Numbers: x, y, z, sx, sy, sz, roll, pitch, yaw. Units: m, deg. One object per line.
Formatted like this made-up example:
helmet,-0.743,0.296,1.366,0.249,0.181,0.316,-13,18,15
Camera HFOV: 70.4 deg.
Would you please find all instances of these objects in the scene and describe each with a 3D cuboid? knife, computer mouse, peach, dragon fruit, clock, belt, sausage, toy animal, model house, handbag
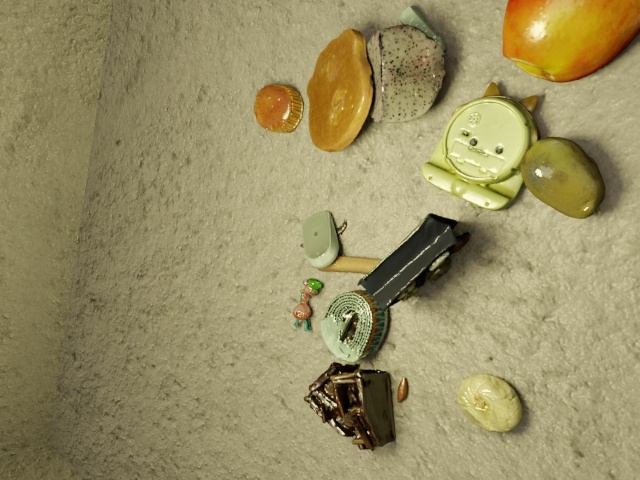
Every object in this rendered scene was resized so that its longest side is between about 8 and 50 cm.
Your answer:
knife,0.014,-0.012,1.717,0.222,0.021,0.046,-28,71,27
computer mouse,0.000,0.000,1.669,0.127,0.079,0.231,-19,55,22
peach,0.664,-0.611,1.147,0.306,0.242,0.381,33,109,33
dragon fruit,0.257,-0.520,1.445,0.203,0.221,0.283,-7,104,-10
clock,0.488,-0.284,1.342,0.286,0.117,0.349,30,107,28
belt,0.117,0.297,1.586,0.207,0.149,0.258,33,108,37
sausage,0.109,0.090,1.636,0.300,0.065,0.066,1,92,31
toy animal,-0.056,0.243,1.743,0.103,0.100,0.209,-140,58,-68
model house,0.074,0.568,1.550,0.282,0.317,0.298,-5,76,29
handbag,0.300,0.067,1.359,0.303,0.329,0.122,-47,69,20

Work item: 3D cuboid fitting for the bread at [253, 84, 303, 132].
bread,-0.170,-0.517,1.772,0.199,0.104,0.200,3,95,33

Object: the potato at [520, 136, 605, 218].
potato,0.651,-0.160,1.207,0.174,0.159,0.251,-43,81,-1

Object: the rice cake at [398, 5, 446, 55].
rice cake,0.329,-0.673,1.463,0.063,0.069,0.207,-42,71,27

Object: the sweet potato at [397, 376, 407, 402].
sweet potato,0.282,0.513,1.554,0.034,0.034,0.095,15,100,32

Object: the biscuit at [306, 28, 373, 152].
biscuit,0.062,-0.500,1.568,0.385,0.062,0.366,-24,71,60

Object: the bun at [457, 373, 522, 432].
bun,0.505,0.491,1.361,0.188,0.111,0.164,49,118,18
